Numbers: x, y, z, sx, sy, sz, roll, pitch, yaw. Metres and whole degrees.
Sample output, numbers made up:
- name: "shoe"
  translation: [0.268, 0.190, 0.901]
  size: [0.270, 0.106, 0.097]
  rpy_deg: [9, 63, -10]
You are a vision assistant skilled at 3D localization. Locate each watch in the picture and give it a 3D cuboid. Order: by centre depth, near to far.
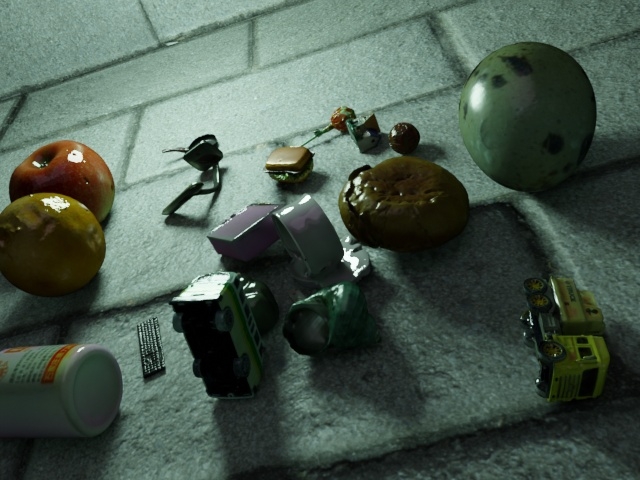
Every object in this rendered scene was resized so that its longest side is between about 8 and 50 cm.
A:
- name: "watch"
  translation: [0.000, 0.000, 1.698]
  size: [0.196, 0.231, 0.244]
  rpy_deg: [-30, 35, -13]

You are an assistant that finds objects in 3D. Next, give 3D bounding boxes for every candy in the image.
- name: "candy"
  translation: [-0.004, -0.366, 2.284]
  size: [0.288, 0.078, 0.084]
  rpy_deg: [-32, 41, -1]

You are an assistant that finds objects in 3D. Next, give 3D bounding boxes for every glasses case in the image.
- name: "glasses case"
  translation: [-0.057, 0.149, 1.713]
  size: [0.032, 0.021, 0.083]
  rpy_deg: [-31, 39, -9]

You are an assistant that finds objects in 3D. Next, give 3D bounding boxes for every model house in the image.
- name: "model house"
  translation: [0.149, -0.355, 2.168]
  size: [0.100, 0.087, 0.100]
  rpy_deg: [-23, 41, 1]

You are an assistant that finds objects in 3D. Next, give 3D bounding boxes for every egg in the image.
- name: "egg"
  translation: [0.537, -0.317, 1.730]
  size: [0.345, 0.345, 0.428]
  rpy_deg: [-13, 49, 11]

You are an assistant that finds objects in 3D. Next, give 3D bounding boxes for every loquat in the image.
- name: "loquat"
  translation: [-0.812, 0.011, 2.003]
  size: [0.329, 0.328, 0.328]
  rpy_deg: [-13, 39, 11]

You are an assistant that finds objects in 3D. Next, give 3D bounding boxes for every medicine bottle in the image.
- name: "medicine bottle"
  translation: [-0.695, 0.365, 1.604]
  size: [0.388, 0.219, 0.219]
  rpy_deg: [-7, 40, 20]

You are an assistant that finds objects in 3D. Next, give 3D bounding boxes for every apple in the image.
- name: "apple"
  translation: [-0.885, -0.171, 2.288]
  size: [0.349, 0.277, 0.348]
  rpy_deg: [-13, 38, 10]

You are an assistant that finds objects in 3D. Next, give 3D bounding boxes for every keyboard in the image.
- name: "keyboard"
  translation: [-0.447, 0.278, 1.752]
  size: [0.061, 0.013, 0.204]
  rpy_deg: [-25, 38, -3]

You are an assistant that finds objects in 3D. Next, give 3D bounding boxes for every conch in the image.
- name: "conch"
  translation: [0.039, 0.188, 1.539]
  size: [0.202, 0.134, 0.196]
  rpy_deg: [22, 96, 35]

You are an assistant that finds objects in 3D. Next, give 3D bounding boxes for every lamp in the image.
- name: "lamp"
  translation: [-0.434, -0.195, 2.262]
  size: [0.203, 0.124, 0.283]
  rpy_deg: [-30, 36, 24]

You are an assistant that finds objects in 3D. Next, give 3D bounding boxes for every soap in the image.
- name: "soap"
  translation: [-0.199, -0.028, 1.875]
  size: [0.181, 0.081, 0.259]
  rpy_deg: [-39, 19, -19]

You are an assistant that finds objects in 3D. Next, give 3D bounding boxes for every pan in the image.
- name: "pan"
  translation: [-0.487, -0.344, 2.495]
  size: [0.212, 0.040, 0.115]
  rpy_deg: [-13, 39, 0]

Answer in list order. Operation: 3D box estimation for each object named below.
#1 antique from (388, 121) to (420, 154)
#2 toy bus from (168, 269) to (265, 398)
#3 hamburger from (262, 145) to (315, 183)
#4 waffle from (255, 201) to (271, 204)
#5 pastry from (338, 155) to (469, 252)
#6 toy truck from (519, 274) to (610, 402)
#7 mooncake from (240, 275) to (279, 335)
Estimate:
- name: "antique"
  translation: [0.257, -0.316, 2.060]
  size: [0.104, 0.104, 0.104]
  rpy_deg: [-13, 39, 11]
- name: "toy bus"
  translation: [-0.219, 0.212, 1.517]
  size: [0.134, 0.276, 0.164]
  rpy_deg: [-4, 30, 20]
- name: "hamburger"
  translation: [-0.101, -0.236, 2.145]
  size: [0.166, 0.087, 0.137]
  rpy_deg: [7, 47, 34]
- name: "waffle"
  translation: [-0.194, -0.095, 2.078]
  size: [0.085, 0.016, 0.078]
  rpy_deg: [7, 42, 31]
- name: "pastry"
  translation: [0.217, -0.096, 1.727]
  size: [0.356, 0.163, 0.356]
  rpy_deg: [-3, 30, 2]
- name: "toy truck"
  translation: [0.493, 0.187, 1.329]
  size: [0.157, 0.124, 0.272]
  rpy_deg: [-3, 37, 8]
- name: "mooncake"
  translation: [-0.195, 0.174, 1.689]
  size: [0.175, 0.104, 0.168]
  rpy_deg: [1, 49, 31]
